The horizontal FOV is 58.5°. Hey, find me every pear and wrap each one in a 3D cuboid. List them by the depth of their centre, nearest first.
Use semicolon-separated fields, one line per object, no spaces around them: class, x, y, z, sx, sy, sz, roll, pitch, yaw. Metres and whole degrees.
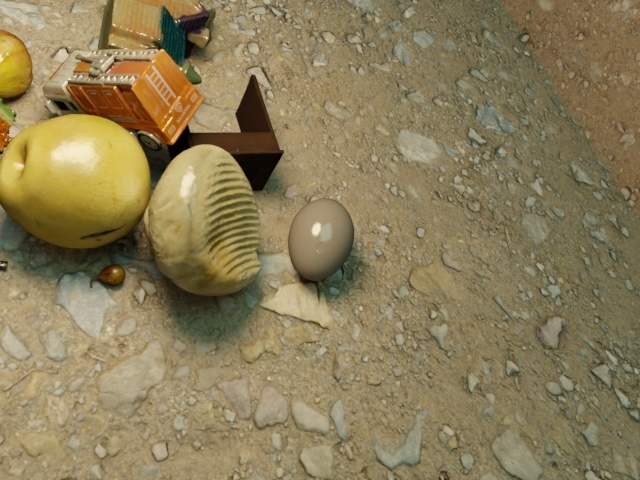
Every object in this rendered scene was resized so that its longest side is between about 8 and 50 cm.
pear;-0.542;-0.133;1.272;0.309;0.309;0.309;12;58;-19

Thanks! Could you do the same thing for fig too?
fig;-0.499;0.085;1.335;0.083;0.050;0.050;-20;71;-13
fig;-0.803;-0.398;1.383;0.159;0.159;0.257;19;41;-14

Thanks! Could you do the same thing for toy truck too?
toy truck;-0.493;-0.353;1.377;0.388;0.207;0.173;10;61;31

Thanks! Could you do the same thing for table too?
table;-0.278;-0.295;1.563;0.251;0.196;0.282;-6;65;-27

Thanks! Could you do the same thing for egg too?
egg;0.000;0.000;1.536;0.176;0.176;0.231;19;64;-14

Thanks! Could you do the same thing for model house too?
model house;-0.463;-0.564;1.616;0.280;0.245;0.312;11;58;-28

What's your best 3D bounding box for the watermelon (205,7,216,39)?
watermelon;-0.360;-0.671;1.777;0.080;0.101;0.155;51;22;-15

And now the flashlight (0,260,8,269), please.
flashlight;-0.735;0.050;1.255;0.083;0.018;0.018;8;58;-21

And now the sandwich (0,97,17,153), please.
sandwich;-0.801;-0.169;1.224;0.250;0.162;0.301;-14;72;11

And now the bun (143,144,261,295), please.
bun;-0.288;-0.040;1.349;0.219;0.365;0.365;-7;56;19
